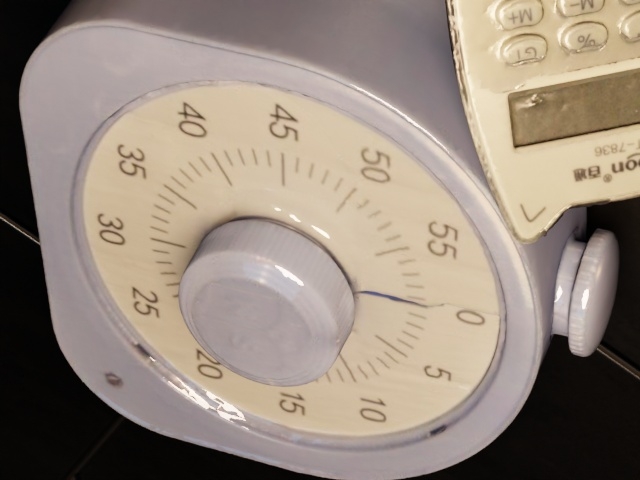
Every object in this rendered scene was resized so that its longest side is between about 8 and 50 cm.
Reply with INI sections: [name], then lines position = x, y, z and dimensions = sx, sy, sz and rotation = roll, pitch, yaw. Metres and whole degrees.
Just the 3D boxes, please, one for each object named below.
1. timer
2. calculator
[timer]
position = 0.000, 0.000, 1.197
dimensions = 0.395, 0.173, 0.395
rotation = 14, 134, 15
[calculator]
position = 0.154, -0.134, 1.014
dimensions = 0.177, 0.040, 0.268
rotation = -11, 116, -6
